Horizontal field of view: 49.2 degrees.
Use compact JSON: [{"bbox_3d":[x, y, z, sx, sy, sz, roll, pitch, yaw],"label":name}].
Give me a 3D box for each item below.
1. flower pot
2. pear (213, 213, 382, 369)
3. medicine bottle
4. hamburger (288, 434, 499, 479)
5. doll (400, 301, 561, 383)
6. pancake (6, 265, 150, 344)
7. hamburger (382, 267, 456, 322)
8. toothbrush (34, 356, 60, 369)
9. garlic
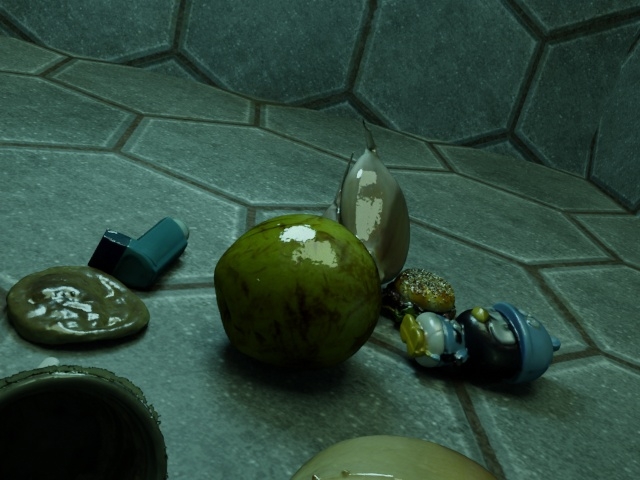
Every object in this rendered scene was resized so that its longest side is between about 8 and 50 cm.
[{"bbox_3d":[-0.284,0.234,0.736,0.235,0.235,0.140,6,1,-24],"label":"flower pot"},{"bbox_3d":[-0.039,0.090,1.169,0.283,0.284,0.283,13,21,-5],"label":"pear"},{"bbox_3d":[-0.342,0.012,1.374,0.124,0.079,0.258,33,21,0],"label":"medicine bottle"},{"bbox_3d":[0.065,0.320,0.616,0.302,0.302,0.170,19,28,9],"label":"hamburger"},{"bbox_3d":[0.310,0.188,1.314,0.314,0.141,0.177,6,26,-16],"label":"doll"},{"bbox_3d":[-0.398,0.102,1.165,0.242,0.050,0.242,14,22,-6],"label":"pancake"},{"bbox_3d":[0.212,0.122,1.470,0.164,0.093,0.189,22,24,16],"label":"hamburger"},{"bbox_3d":[-0.396,0.255,0.802,0.042,0.040,0.418,17,21,-2],"label":"toothbrush"},{"bbox_3d":[0.060,-0.039,1.480,0.231,0.340,0.246,-9,-22,26],"label":"garlic"}]
